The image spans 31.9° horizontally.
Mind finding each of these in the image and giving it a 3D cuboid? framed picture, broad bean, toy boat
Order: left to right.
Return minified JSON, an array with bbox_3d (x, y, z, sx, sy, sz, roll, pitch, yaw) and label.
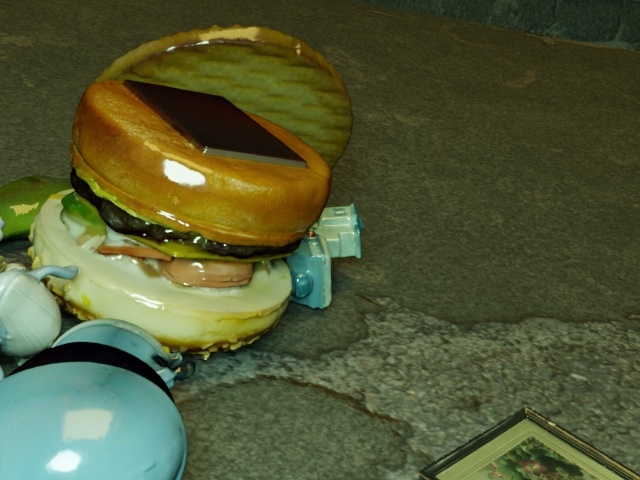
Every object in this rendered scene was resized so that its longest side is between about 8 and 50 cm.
[{"bbox_3d":[-0.350,-0.018,1.205,0.075,0.067,0.325,-8,15,29],"label":"broad bean"},{"bbox_3d":[0.000,0.000,1.298,0.102,0.088,0.215,-4,27,-7],"label":"toy boat"},{"bbox_3d":[0.217,0.232,1.019,0.195,0.010,0.199,30,29,32],"label":"framed picture"}]

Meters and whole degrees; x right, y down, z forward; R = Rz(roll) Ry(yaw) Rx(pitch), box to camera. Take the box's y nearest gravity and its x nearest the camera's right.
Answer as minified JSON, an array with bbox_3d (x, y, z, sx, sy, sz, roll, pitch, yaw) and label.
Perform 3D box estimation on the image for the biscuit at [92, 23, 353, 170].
[{"bbox_3d":[-0.119,-0.127,1.274,0.318,0.318,0.040,3,54,-21],"label":"biscuit"}]

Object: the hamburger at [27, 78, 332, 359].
[{"bbox_3d":[-0.144,-0.021,1.115,0.291,0.225,0.291,18,22,-8],"label":"hamburger"}]

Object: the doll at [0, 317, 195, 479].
[{"bbox_3d":[-0.181,0.146,0.843,0.177,0.141,0.314,-14,12,5],"label":"doll"}]

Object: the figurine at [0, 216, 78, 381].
[{"bbox_3d":[-0.304,0.042,0.960,0.184,0.128,0.208,41,-25,-29],"label":"figurine"}]
